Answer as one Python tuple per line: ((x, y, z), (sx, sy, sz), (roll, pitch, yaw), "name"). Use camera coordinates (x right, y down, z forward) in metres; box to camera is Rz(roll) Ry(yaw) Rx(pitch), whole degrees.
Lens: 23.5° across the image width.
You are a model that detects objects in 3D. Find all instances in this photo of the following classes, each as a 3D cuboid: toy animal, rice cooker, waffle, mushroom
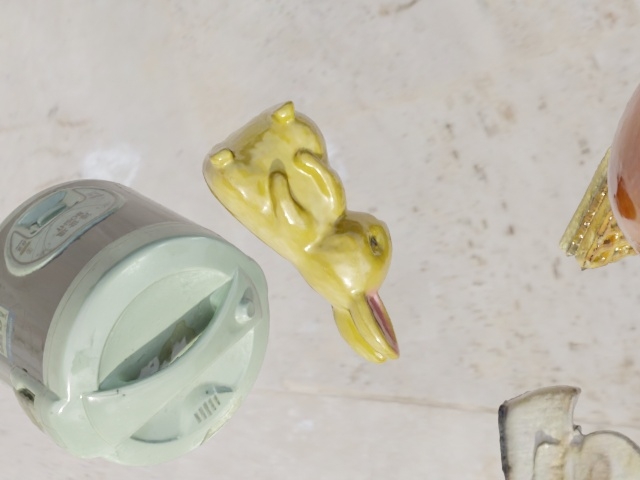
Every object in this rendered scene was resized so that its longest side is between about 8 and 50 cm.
((0.001, -0.001, 0.882), (0.070, 0.083, 0.159), (-38, 94, -6), "toy animal")
((-0.221, 0.089, 1.687), (0.288, 0.277, 0.288), (-18, 120, -34), "rice cooker")
((0.285, -0.041, 1.396), (0.102, 0.148, 0.042), (-14, 53, -29), "waffle")
((0.303, 0.273, 1.664), (0.173, 0.162, 0.236), (-8, 80, 27), "mushroom")

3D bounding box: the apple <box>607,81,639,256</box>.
((0.302, -0.023, 0.945), (0.206, 0.251, 0.272), (-33, 63, -9), "apple")
